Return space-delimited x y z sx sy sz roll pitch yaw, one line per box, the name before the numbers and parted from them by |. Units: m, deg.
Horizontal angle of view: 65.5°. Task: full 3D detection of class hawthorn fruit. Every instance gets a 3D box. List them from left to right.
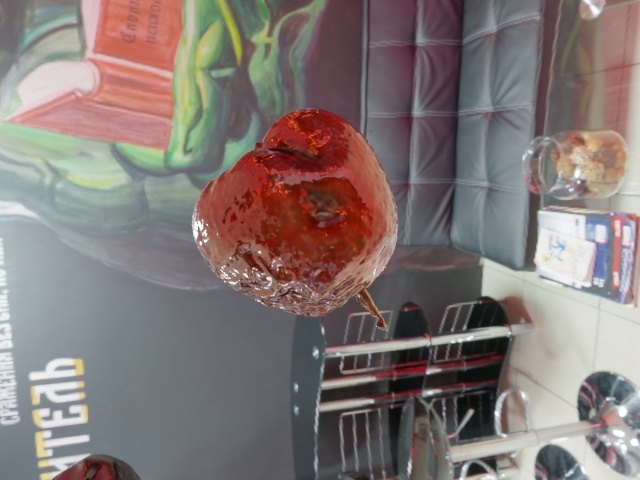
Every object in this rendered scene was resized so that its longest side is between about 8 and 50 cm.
hawthorn fruit | 0.000 0.000 0.521 0.243 0.207 0.207 49 163 -2

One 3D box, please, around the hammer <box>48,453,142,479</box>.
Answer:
hammer | -0.217 0.262 0.386 0.095 0.243 0.409 56 162 12
